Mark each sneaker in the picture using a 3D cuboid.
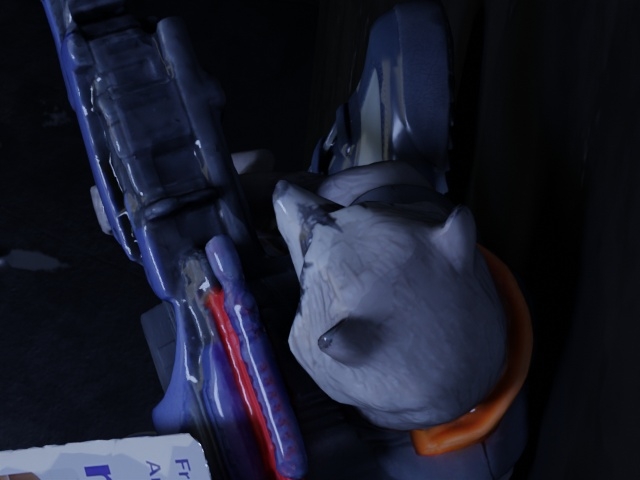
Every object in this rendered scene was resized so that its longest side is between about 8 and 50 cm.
[{"bbox_3d":[-0.002,0.016,1.000,0.112,0.131,0.319,-88,6,-66],"label":"sneaker"}]

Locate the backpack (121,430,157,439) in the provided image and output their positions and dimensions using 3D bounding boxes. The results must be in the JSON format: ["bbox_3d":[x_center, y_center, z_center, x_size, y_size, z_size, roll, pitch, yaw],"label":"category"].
[{"bbox_3d":[-0.073,0.232,0.993,0.263,0.276,0.213,111,178,-64],"label":"backpack"}]

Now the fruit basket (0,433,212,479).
[{"bbox_3d":[-0.134,0.249,0.756,0.353,0.165,0.327,-9,98,47],"label":"fruit basket"}]

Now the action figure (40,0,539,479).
[{"bbox_3d":[0.000,0.000,0.752,0.330,0.178,0.341,-170,62,-82],"label":"action figure"}]
